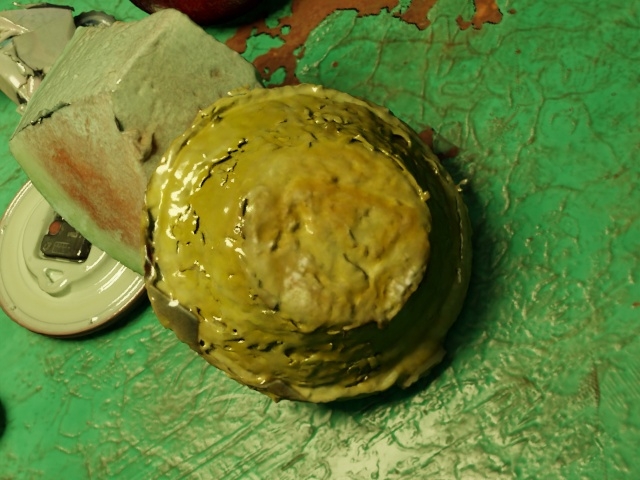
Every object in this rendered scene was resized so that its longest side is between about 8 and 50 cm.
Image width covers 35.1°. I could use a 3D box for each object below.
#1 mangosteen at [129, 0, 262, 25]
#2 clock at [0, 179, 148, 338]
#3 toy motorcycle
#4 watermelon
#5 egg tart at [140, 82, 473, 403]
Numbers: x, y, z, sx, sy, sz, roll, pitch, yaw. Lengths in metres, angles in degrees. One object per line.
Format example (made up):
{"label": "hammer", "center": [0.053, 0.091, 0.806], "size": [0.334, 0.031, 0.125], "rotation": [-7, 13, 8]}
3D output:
{"label": "mangosteen", "center": [-0.161, -0.383, 1.187], "size": [0.235, 0.261, 0.236], "rotation": [-8, 68, 20]}
{"label": "clock", "center": [-0.284, -0.002, 1.194], "size": [0.244, 0.056, 0.244], "rotation": [-8, 67, 18]}
{"label": "toy motorcycle", "center": [-0.364, -0.199, 1.263], "size": [0.239, 0.108, 0.204], "rotation": [-8, 72, 1]}
{"label": "watermelon", "center": [-0.164, -0.124, 1.058], "size": [0.387, 0.258, 0.228], "rotation": [44, 53, 17]}
{"label": "egg tart", "center": [-0.001, -0.001, 0.960], "size": [0.341, 0.132, 0.341], "rotation": [1, 86, -16]}
